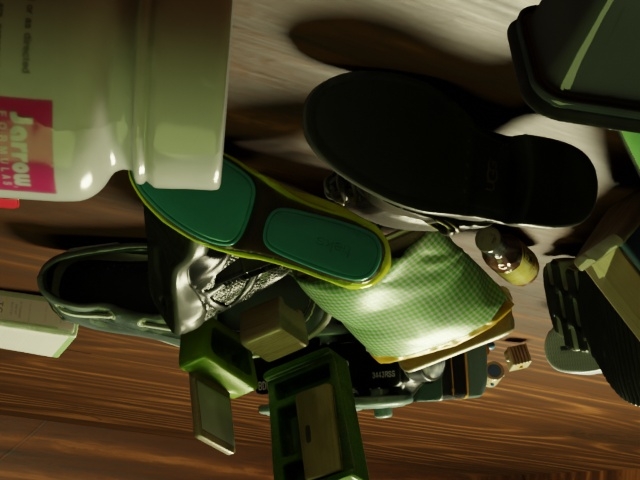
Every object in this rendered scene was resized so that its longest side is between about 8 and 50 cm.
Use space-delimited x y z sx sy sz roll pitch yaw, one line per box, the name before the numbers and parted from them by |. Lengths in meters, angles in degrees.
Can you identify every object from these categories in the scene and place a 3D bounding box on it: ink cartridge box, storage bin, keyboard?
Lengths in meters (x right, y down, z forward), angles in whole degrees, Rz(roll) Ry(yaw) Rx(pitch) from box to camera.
ink cartridge box | -0.442 0.102 2.014 0.235 0.056 0.171 10 165 -15
storage bin | 0.186 -0.125 0.862 0.135 0.098 0.091 8 138 -16
keyboard | 0.000 0.000 1.374 0.180 0.023 0.108 -21 174 -28

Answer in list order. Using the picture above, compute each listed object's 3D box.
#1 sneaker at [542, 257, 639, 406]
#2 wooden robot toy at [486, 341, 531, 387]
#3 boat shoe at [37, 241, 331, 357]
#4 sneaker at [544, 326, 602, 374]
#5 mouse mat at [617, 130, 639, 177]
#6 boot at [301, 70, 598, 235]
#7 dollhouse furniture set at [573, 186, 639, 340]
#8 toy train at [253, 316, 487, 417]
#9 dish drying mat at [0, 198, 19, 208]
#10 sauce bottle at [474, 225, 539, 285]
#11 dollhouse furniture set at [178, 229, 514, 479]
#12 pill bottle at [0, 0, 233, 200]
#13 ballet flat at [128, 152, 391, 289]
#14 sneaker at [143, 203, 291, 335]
sneaker | 0.318 0.063 1.462 0.146 0.122 0.330 -10 -168 -3
wooden robot toy | 0.201 0.156 2.060 0.173 0.076 0.079 5 156 -7
boat shoe | -0.148 0.058 1.631 0.319 0.116 0.099 5 171 15
sneaker | 0.398 0.116 1.833 0.258 0.094 0.091 0 -175 30
mouse mat | 0.295 -0.052 1.083 0.152 0.007 0.190 -7 132 36
boot | 0.062 -0.048 1.203 0.263 0.091 0.229 18 170 -25
dollhouse furniture set | 0.408 -0.021 1.251 0.303 0.198 0.286 -36 -177 29
toy train | 0.056 0.163 1.995 0.190 0.142 0.334 3 171 -43
dish drying mat | -0.333 -0.040 1.490 0.083 0.008 0.032 6 165 -8
sauce bottle | 0.182 0.014 1.515 0.042 0.042 0.128 -2 167 20
dollhouse furniture set | 0.036 0.127 1.518 0.301 0.151 0.197 -24 143 24
pill bottle | -0.192 -0.105 0.860 0.283 0.160 0.160 4 167 -3
ballet flat | -0.049 -0.020 1.281 0.231 0.077 0.077 23 -175 4
sneaker | -0.091 -0.009 1.420 0.130 0.087 0.227 -26 149 -21
